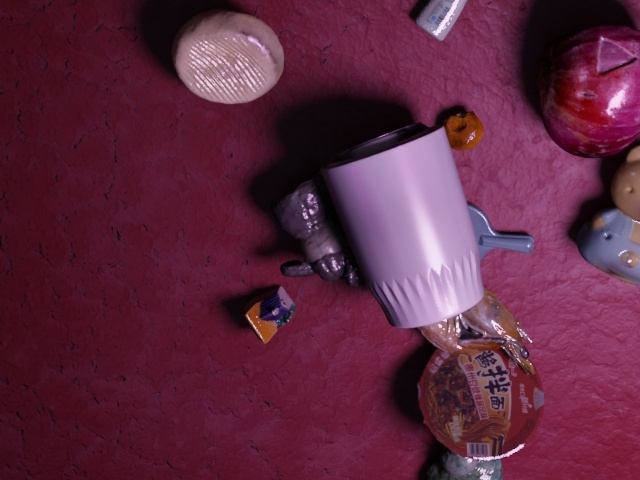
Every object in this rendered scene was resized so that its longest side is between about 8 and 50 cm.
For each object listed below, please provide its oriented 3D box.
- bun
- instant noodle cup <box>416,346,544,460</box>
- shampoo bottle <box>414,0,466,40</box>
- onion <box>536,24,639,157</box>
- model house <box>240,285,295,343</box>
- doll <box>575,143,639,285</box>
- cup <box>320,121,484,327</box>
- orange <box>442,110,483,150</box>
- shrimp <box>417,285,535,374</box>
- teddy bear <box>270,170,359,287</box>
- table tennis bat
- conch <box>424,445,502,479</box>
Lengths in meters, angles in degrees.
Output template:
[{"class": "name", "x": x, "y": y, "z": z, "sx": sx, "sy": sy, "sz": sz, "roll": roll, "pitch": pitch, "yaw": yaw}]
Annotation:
[{"class": "bun", "x": -0.182, "y": -0.377, "z": 1.835, "sx": 0.222, "sy": 0.127, "sz": 0.222, "roll": -1, "pitch": 136, "yaw": -1}, {"class": "instant noodle cup", "x": 0.339, "y": 0.341, "z": 1.985, "sx": 0.274, "sy": 0.091, "sz": 0.274, "roll": 1, "pitch": 71, "yaw": -2}, {"class": "shampoo bottle", "x": 0.263, "y": -0.485, "z": 1.790, "sx": 0.069, "sy": 0.041, "sz": 0.191, "roll": 35, "pitch": 107, "yaw": 0}, {"class": "onion", "x": 0.525, "y": -0.271, "z": 1.729, "sx": 0.272, "sy": 0.256, "sz": 0.230, "roll": 10, "pitch": 93, "yaw": 26}, {"class": "model house", "x": -0.110, "y": 0.164, "z": 2.000, "sx": 0.100, "sy": 0.100, "sz": 0.088, "roll": -29, "pitch": 102, "yaw": 13}, {"class": "doll", "x": 0.636, "y": -0.052, "z": 1.824, "sx": 0.177, "sy": 0.161, "sz": 0.261, "roll": 26, "pitch": 110, "yaw": -1}, {"class": "cup", "x": 0.170, "y": -0.035, "z": 1.815, "sx": 0.253, "sy": 0.253, "sz": 0.372, "roll": -18, "pitch": 100, "yaw": 11}, {"class": "orange", "x": 0.289, "y": -0.218, "z": 1.859, "sx": 0.086, "sy": 0.062, "sz": 0.086, "roll": -10, "pitch": 70, "yaw": 29}, {"class": "shrimp", "x": 0.321, "y": 0.186, "z": 1.953, "sx": 0.317, "sy": 0.077, "sz": 0.168, "roll": 45, "pitch": 104, "yaw": 6}, {"class": "teddy bear", "x": -0.016, "y": -0.009, "z": 1.919, "sx": 0.171, "sy": 0.144, "sz": 0.251, "roll": -17, "pitch": 96, "yaw": 14}, {"class": "table tennis bat", "x": 0.324, "y": -0.005, "z": 1.936, "sx": 0.244, "sy": 0.040, "sz": 0.153, "roll": 7, "pitch": 113, "yaw": 7}, {"class": "conch", "x": 0.317, "y": 0.517, "z": 2.057, "sx": 0.176, "sy": 0.122, "sz": 0.188, "roll": 12, "pitch": 106, "yaw": 28}]
